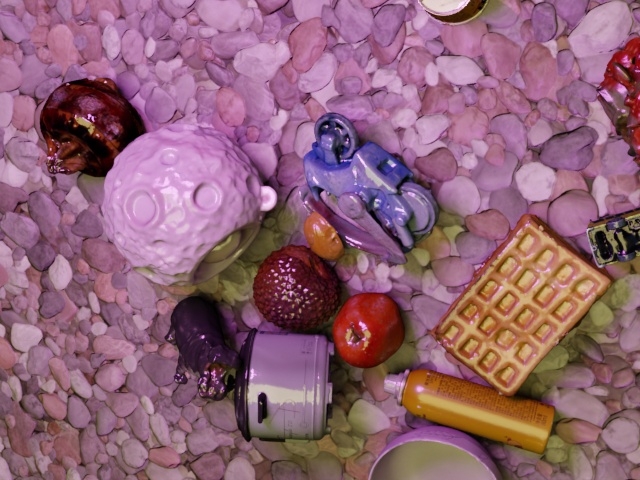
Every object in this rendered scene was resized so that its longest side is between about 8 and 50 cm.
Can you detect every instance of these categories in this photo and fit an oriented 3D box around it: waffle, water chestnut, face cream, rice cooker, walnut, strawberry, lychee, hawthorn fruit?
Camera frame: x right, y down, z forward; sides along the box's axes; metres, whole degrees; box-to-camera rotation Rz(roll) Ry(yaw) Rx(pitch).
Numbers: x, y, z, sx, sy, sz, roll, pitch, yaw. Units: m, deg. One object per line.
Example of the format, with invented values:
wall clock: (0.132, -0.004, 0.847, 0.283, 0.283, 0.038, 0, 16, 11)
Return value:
waffle: (0.397, 0.131, 1.633, 0.224, 0.098, 0.327, 38, 109, 6)
water chestnut: (-0.505, -0.234, 1.789, 0.224, 0.238, 0.223, 22, 151, 13)
face cream: (0.301, 0.343, 1.706, 0.349, 0.105, 0.105, 15, 106, 15)
rice cooker: (-0.085, 0.309, 1.746, 0.227, 0.280, 0.241, 3, 106, 2)
walnut: (0.000, 0.000, 1.703, 0.052, 0.091, 0.121, -38, 115, -16)
strawberry: (0.666, -0.244, 1.367, 0.351, 0.312, 0.267, -20, 116, 4)
lychee: (-0.059, 0.109, 1.736, 0.188, 0.188, 0.188, 4, 103, 18)
hawthorn fruit: (0.089, 0.194, 1.691, 0.163, 0.203, 0.162, 5, 104, 21)

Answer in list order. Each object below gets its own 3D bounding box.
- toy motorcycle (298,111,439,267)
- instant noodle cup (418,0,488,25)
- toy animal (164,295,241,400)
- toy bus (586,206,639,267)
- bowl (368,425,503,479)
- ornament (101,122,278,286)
toy motorcycle: (0.074, -0.084, 1.644, 0.319, 0.182, 0.241, 43, 112, 4)
instant noodle cup: (0.239, -0.479, 1.533, 0.151, 0.122, 0.151, 5, 105, 20)
toy animal: (-0.251, 0.245, 1.775, 0.106, 0.343, 0.168, 10, 104, -26)
toy bus: (0.589, -0.015, 1.530, 0.175, 0.101, 0.088, -18, 96, 16)
bowl: (0.254, 0.510, 1.730, 0.287, 0.144, 0.287, 7, 110, 19)
ornament: (-0.284, -0.081, 1.690, 0.337, 0.337, 0.337, 4, 103, 18)
